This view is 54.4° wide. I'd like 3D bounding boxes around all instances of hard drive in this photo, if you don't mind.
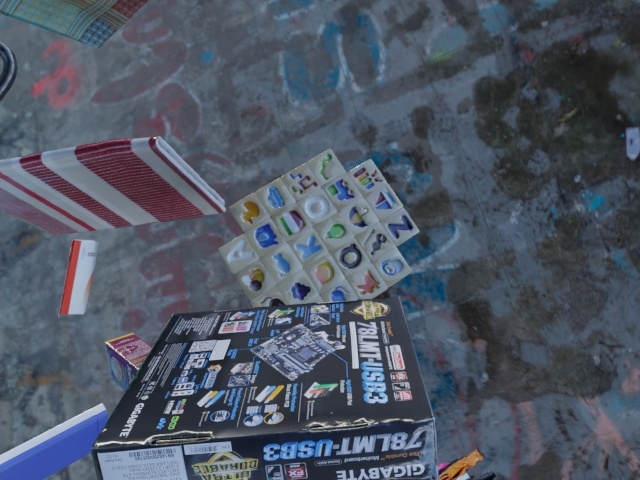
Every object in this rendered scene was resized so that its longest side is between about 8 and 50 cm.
[{"bbox_3d":[-0.733,0.578,1.684,0.319,0.210,0.040,-24,60,-35],"label":"hard drive"}]

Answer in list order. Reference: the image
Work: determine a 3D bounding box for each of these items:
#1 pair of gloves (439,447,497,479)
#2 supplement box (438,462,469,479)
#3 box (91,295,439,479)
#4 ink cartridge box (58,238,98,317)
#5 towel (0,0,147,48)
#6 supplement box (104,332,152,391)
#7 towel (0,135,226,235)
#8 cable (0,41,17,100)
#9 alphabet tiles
[{"bbox_3d":[0.160,0.271,0.705,0.074,0.083,0.010,-31,39,4],"label":"pair of gloves"},{"bbox_3d":[0.258,0.612,1.475,0.114,0.111,0.220,53,141,1],"label":"supplement box"},{"bbox_3d":[-0.044,0.149,0.658,0.294,0.295,0.073,-4,106,2],"label":"box"},{"bbox_3d":[-0.458,0.070,1.185,0.045,0.179,0.145,10,87,-19],"label":"ink cartridge box"},{"bbox_3d":[-0.439,-0.463,1.059,0.271,0.370,0.040,-32,75,23],"label":"towel"},{"bbox_3d":[-0.452,0.315,1.537,0.188,0.081,0.104,18,117,46],"label":"supplement box"},{"bbox_3d":[-0.335,-0.078,0.925,0.329,0.237,0.037,-6,70,14],"label":"towel"},{"bbox_3d":[-0.526,-0.153,0.891,0.139,0.072,0.287,42,91,-5],"label":"cable"},{"bbox_3d":[0.000,0.000,1.156,0.343,0.011,0.285,-32,82,-12],"label":"alphabet tiles"}]
